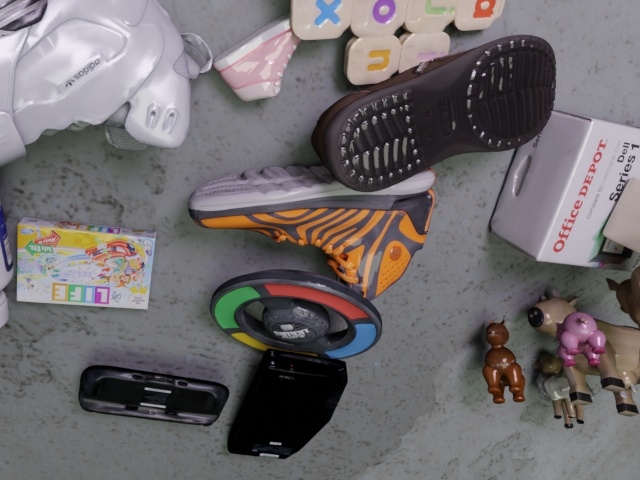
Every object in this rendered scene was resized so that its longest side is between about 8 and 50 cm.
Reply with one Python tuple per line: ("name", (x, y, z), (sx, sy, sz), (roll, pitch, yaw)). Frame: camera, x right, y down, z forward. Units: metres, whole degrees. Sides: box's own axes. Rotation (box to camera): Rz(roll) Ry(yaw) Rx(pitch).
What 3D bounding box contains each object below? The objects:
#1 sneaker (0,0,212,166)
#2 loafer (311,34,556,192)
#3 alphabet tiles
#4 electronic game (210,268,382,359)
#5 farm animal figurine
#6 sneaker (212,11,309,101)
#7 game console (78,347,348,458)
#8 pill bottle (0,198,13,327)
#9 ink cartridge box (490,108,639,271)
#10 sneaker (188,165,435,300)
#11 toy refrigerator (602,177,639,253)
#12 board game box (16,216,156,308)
("sneaker", (-0.257, -0.116, 0.466), (0.210, 0.137, 0.365), (39, 74, -33))
("loafer", (0.141, -0.169, 0.609), (0.366, 0.130, 0.133), (-19, 117, -25))
("alphabet tiles", (0.098, -0.314, 0.540), (0.278, 0.021, 0.284), (-12, 131, -18))
("electronic game", (-0.033, 0.107, 0.662), (0.229, 0.048, 0.229), (6, 145, 4))
("farm animal figurine", (0.428, 0.151, 0.778), (0.327, 0.172, 0.330), (28, 138, -27))
("sneaker", (-0.052, -0.212, 0.578), (0.134, 0.051, 0.070), (-32, 119, 2))
("game console", (-0.154, 0.227, 0.717), (0.362, 0.044, 0.213), (14, 123, -17))
("pill bottle", (-0.404, 0.011, 0.542), (0.112, 0.112, 0.186), (-2, 112, -14))
("ink cartridge box", (0.423, -0.067, 0.729), (0.278, 0.117, 0.201), (6, 111, -18))
("sneaker", (0.000, 0.000, 0.640), (0.321, 0.124, 0.180), (-5, 112, -13))
("toy refrigerator", (0.528, -0.007, 0.662), (0.270, 0.102, 0.094), (10, 109, -21))
("board game box", (-0.293, 0.031, 0.628), (0.154, 0.026, 0.103), (6, 111, -18))
